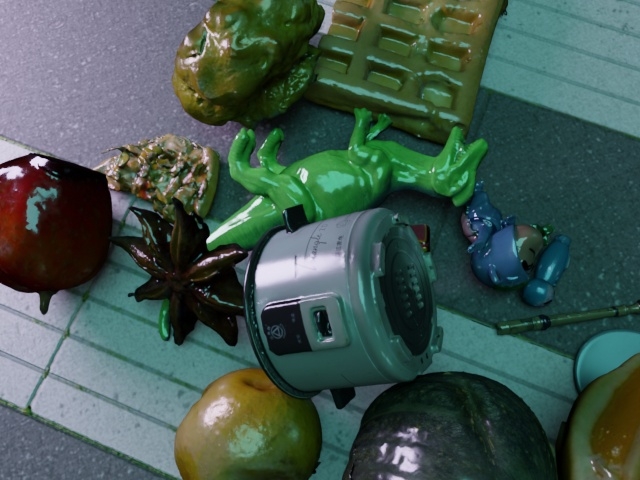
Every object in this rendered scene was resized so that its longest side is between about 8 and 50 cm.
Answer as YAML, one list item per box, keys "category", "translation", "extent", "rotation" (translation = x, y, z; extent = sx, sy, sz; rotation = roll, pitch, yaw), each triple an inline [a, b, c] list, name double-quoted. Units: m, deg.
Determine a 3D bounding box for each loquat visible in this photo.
- category: "loquat"
  translation: [-0.095, 0.284, 0.830]
  extent: [0.213, 0.213, 0.212]
  rotation: [-1, 74, 2]

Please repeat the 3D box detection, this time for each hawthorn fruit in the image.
- category: "hawthorn fruit"
  translation: [-0.416, -0.012, 0.925]
  extent: [0.216, 0.215, 0.249]
  rotation: [-7, 87, 0]

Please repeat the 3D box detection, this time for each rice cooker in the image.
- category: "rice cooker"
  translation: [0.022, 0.084, 0.804]
  extent: [0.227, 0.241, 0.280]
  rotation: [-13, 97, 29]

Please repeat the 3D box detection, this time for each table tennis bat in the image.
- category: "table tennis bat"
  translation: [0.507, 0.204, 0.915]
  extent: [0.238, 0.038, 0.148]
  rotation: [-7, 72, 5]

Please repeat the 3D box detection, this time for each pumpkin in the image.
- category: "pumpkin"
  translation: [0.164, 0.334, 0.762]
  extent: [0.258, 0.291, 0.327]
  rotation: [4, 54, 41]

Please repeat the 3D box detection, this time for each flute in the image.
- category: "flute"
  translation: [0.391, 0.122, 0.946]
  extent: [0.233, 0.027, 0.027]
  rotation: [-8, 74, 0]

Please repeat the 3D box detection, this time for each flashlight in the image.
- category: "flashlight"
  translation: [0.361, 0.047, 0.958]
  extent: [0.051, 0.051, 0.129]
  rotation: [26, 73, 9]

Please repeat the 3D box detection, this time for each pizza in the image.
- category: "pizza"
  translation: [-0.273, -0.121, 1.018]
  extent: [0.226, 0.069, 0.147]
  rotation: [27, 79, 9]

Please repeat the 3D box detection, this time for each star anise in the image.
- category: "star anise"
  translation: [-0.185, 0.040, 0.889]
  extent: [0.272, 0.271, 0.102]
  rotation: [31, 38, 10]

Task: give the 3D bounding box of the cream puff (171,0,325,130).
- category: "cream puff"
  translation: [-0.102, -0.290, 0.976]
  extent: [0.185, 0.282, 0.282]
  rotation: [44, 80, -5]

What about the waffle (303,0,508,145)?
- category: "waffle"
  translation: [0.162, -0.361, 1.067]
  extent: [0.305, 0.077, 0.347]
  rotation: [17, 76, 6]

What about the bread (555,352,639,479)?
- category: "bread"
  translation: [0.409, 0.314, 0.763]
  extent: [0.210, 0.341, 0.300]
  rotation: [23, 62, 38]

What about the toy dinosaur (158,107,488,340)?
- category: "toy dinosaur"
  translation: [0.000, 0.000, 0.968]
  extent: [0.375, 0.144, 0.499]
  rotation: [25, 91, 7]

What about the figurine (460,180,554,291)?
- category: "figurine"
  translation: [0.292, -0.012, 0.947]
  extent: [0.145, 0.114, 0.178]
  rotation: [-23, 66, 6]

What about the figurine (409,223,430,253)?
- category: "figurine"
  translation: [0.122, 0.057, 0.921]
  extent: [0.098, 0.082, 0.154]
  rotation: [0, 115, 6]
